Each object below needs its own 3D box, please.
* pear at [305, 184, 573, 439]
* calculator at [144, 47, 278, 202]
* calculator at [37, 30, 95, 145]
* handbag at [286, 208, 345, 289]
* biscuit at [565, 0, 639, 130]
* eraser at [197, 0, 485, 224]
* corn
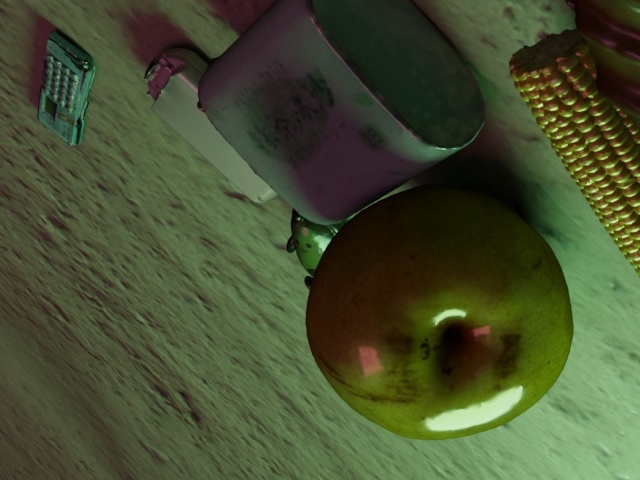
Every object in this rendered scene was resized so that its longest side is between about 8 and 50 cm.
[{"bbox_3d":[0.092,0.056,1.441,0.209,0.209,0.209,31,152,19],"label":"pear"},{"bbox_3d":[-0.085,-0.098,1.618,0.175,0.032,0.100,43,154,-4],"label":"calculator"},{"bbox_3d":[-0.249,-0.144,1.788,0.057,0.018,0.172,40,155,6],"label":"calculator"},{"bbox_3d":[0.000,0.000,1.638,0.072,0.047,0.111,20,149,35],"label":"handbag"},{"bbox_3d":[0.308,-0.075,1.020,0.366,0.115,0.268,26,155,22],"label":"biscuit"},{"bbox_3d":[0.010,-0.111,1.422,0.174,0.081,0.227,45,154,-7],"label":"eraser"},{"bbox_3d":[0.218,-0.042,1.248,0.081,0.081,0.248,-3,129,55],"label":"corn"}]
